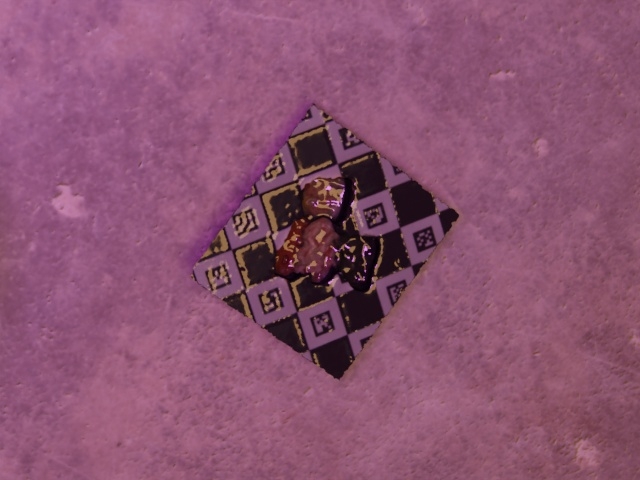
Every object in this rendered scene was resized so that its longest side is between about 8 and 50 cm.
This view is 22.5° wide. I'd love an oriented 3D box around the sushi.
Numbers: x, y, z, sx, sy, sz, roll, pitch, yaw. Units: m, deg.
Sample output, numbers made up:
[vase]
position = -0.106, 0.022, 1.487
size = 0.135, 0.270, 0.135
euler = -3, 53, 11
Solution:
[sushi]
position = 0.000, 0.000, 1.773
size = 0.220, 0.047, 0.231
euler = 36, 90, -22
